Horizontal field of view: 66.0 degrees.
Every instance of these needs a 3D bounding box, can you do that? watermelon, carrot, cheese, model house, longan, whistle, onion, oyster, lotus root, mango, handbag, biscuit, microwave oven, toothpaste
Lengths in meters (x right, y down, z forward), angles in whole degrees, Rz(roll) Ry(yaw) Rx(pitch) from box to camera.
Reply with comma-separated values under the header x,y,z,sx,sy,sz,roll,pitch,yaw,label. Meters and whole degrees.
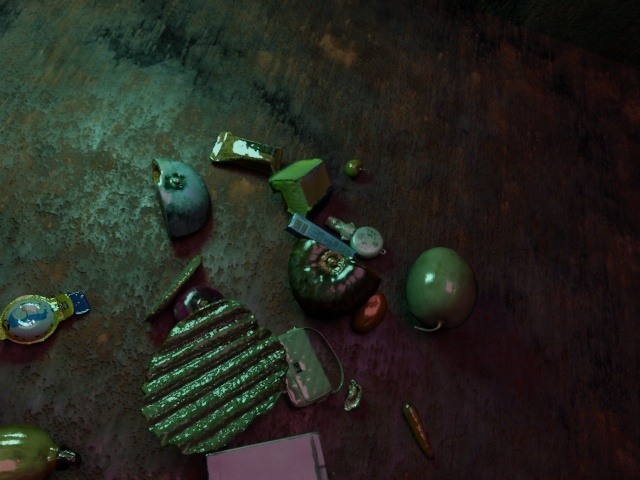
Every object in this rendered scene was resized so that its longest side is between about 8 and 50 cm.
x,y,z,sx,sy,sz,roll,pitch,yaw,label
-0.472,-0.179,1.705,0.188,0.175,0.321,-16,70,-22,watermelon
0.323,0.621,1.604,0.047,0.047,0.191,-17,71,-23,carrot
-0.824,0.219,1.467,0.250,0.064,0.156,-21,72,-37,cheese
-0.058,-0.178,1.853,0.194,0.170,0.211,-47,126,-42,model house
0.140,-0.290,1.994,0.083,0.075,0.075,18,53,34,longan
0.132,-0.014,1.861,0.258,0.067,0.126,31,65,6,whistle
-0.373,0.224,1.547,0.177,0.153,0.177,15,26,-7,onion
0.105,0.511,1.614,0.083,0.038,0.080,-43,53,-2,oyster
-0.775,0.560,1.249,0.310,0.183,0.182,0,64,-19,lotus root
0.176,0.246,1.726,0.115,0.089,0.164,15,63,-5,mango
-0.042,0.400,1.595,0.219,0.079,0.256,-19,72,-27,handbag
-0.452,0.144,1.570,0.038,0.141,0.289,42,57,-12,biscuit
-0.137,0.762,1.288,0.375,0.236,0.431,-4,65,-18,microwave oven
0.000,0.000,1.787,0.267,0.050,0.065,32,65,-13,toothpaste

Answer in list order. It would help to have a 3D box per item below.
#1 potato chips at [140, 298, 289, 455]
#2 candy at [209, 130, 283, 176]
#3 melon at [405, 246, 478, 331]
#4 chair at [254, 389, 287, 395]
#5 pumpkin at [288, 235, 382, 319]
x,y,z,sx,sy,sz,roll,pitch,yaw,label
-0.293,0.366,1.363,0.429,0.070,0.358,-29,72,-30,potato chips
-0.279,-0.332,1.887,0.272,0.101,0.143,14,67,-2,candy
0.427,0.170,1.744,0.272,0.272,0.307,1,72,-16,melon
-0.254,0.435,1.467,0.247,0.158,0.172,-16,66,-24,chair
0.019,0.147,1.680,0.325,0.242,0.232,29,86,20,pumpkin
